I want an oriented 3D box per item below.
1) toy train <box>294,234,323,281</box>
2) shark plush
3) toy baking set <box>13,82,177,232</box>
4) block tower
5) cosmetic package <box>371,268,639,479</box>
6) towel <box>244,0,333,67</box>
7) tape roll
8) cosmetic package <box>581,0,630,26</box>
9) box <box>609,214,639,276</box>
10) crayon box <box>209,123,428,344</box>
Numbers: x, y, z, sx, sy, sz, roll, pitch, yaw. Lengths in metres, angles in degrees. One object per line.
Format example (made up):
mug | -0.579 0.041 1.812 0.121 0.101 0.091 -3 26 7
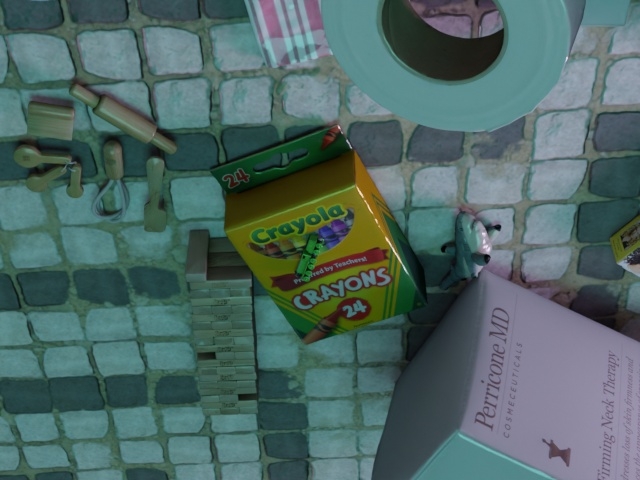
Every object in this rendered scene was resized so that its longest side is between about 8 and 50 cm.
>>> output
toy train | -0.016 0.025 1.666 0.023 0.017 0.083 18 132 -4
shark plush | 0.208 0.016 1.774 0.067 0.073 0.161 24 153 2
toy baking set | -0.291 -0.107 1.639 0.256 0.030 0.197 27 130 -24
block tower | -0.142 0.135 1.831 0.097 0.091 0.335 -3 134 0
cosmetic package | 0.317 0.323 1.797 0.393 0.329 0.327 25 133 -7
towel | 0.008 -0.284 1.473 0.197 0.029 0.144 -11 133 9
tape roll | 0.148 -0.261 1.355 0.286 0.100 0.286 13 135 14
cosmetic package | 0.307 -0.363 1.347 0.085 0.117 0.231 0 133 -1
box | 0.524 -0.034 1.711 0.087 0.058 0.232 28 127 -25
crayon box | 0.000 0.000 1.712 0.202 0.081 0.318 -19 131 17
